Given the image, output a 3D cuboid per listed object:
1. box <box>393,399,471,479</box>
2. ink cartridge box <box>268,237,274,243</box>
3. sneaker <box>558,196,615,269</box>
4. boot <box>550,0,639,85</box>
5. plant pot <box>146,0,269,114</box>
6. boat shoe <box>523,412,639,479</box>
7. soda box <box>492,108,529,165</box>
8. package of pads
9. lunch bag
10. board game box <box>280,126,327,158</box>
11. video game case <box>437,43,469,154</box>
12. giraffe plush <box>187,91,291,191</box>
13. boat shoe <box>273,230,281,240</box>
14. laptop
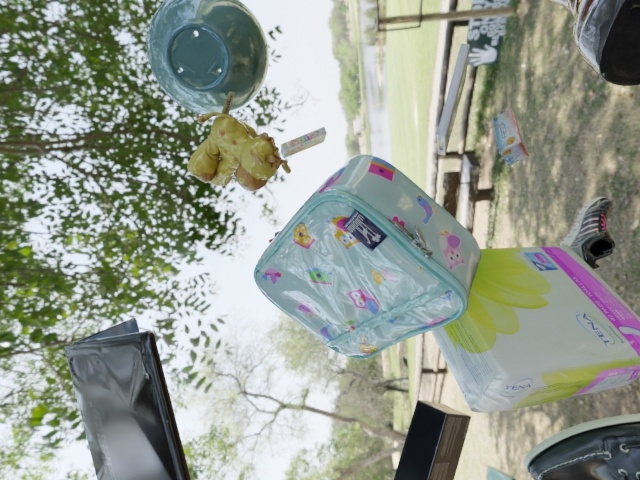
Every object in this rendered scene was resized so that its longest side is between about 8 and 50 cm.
[{"bbox_3d":[0.319,0.608,1.183,0.184,0.103,0.262,29,-103,-42],"label":"box"},{"bbox_3d":[0.015,0.074,1.257,0.261,0.066,0.297,-31,-79,-38],"label":"ink cartridge box"},{"bbox_3d":[0.503,-0.009,0.755,0.074,0.170,0.063,19,152,54],"label":"sneaker"},{"bbox_3d":[0.274,-0.306,0.336,0.264,0.096,0.281,86,-168,-47],"label":"boot"},{"bbox_3d":[-0.263,-0.421,0.947,0.195,0.289,0.291,-104,6,-63],"label":"plant pot"},{"bbox_3d":[0.491,0.336,0.616,0.113,0.339,0.127,-89,-26,-53],"label":"boat shoe"},{"bbox_3d":[0.546,-0.299,1.193,0.058,0.062,0.183,43,-140,-28],"label":"soda box"},{"bbox_3d":[0.305,0.117,0.608,0.229,0.296,0.101,-109,23,-45],"label":"package of pads"},{"bbox_3d":[0.051,0.041,0.533,0.108,0.224,0.279,-52,6,-39],"label":"lunch bag"},{"bbox_3d":[-0.057,-0.324,1.377,0.103,0.154,0.026,155,91,-84],"label":"board game box"},{"bbox_3d":[0.503,-0.520,1.581,0.300,0.036,0.329,6,-81,-73],"label":"video game case"},{"bbox_3d":[-0.155,-0.179,0.882,0.181,0.170,0.210,-35,-25,-44],"label":"giraffe plush"},{"bbox_3d":[0.000,0.000,0.755,0.066,0.183,0.066,-44,58,45],"label":"boat shoe"},{"bbox_3d":[-0.303,0.342,0.796,0.236,0.407,0.383,-15,-90,-56],"label":"laptop"}]
